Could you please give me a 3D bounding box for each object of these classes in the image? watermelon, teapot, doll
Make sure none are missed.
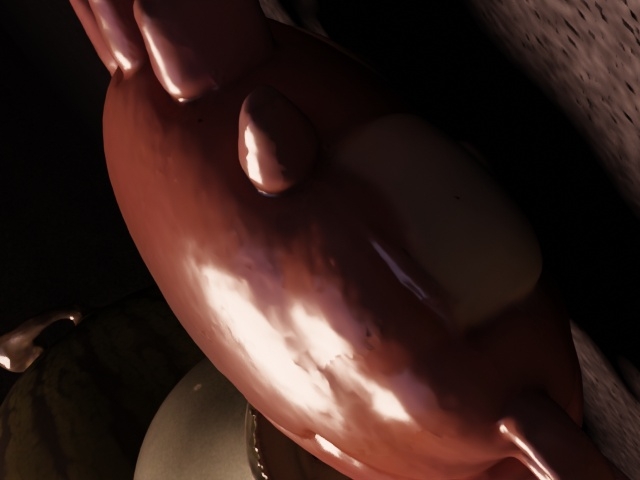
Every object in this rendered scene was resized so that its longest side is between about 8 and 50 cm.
[{"bbox_3d":[-0.050,0.172,1.004,0.359,0.279,0.279,53,174,7],"label":"watermelon"},{"bbox_3d":[0.012,0.106,0.754,0.183,0.183,0.251,51,162,9],"label":"teapot"},{"bbox_3d":[0.000,0.000,0.496,0.211,0.093,0.262,52,175,-32],"label":"doll"}]
